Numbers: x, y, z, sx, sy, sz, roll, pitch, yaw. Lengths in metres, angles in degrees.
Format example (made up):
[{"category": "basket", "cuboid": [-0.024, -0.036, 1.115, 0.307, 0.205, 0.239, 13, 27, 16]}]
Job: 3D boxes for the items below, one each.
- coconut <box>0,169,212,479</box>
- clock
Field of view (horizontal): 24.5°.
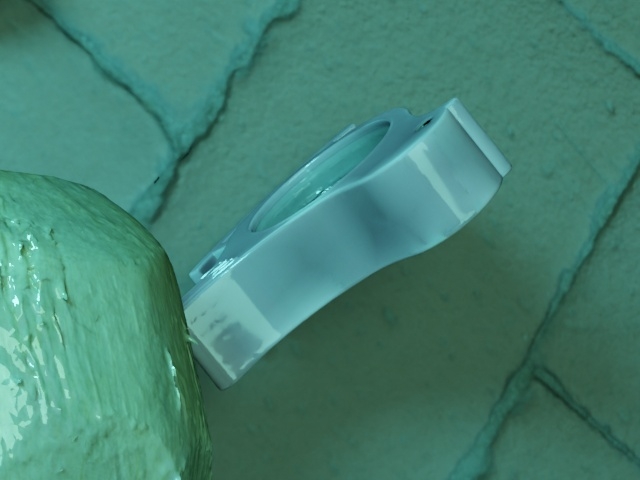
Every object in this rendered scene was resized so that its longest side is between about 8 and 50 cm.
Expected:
[{"category": "coconut", "cuboid": [-0.243, 0.145, 1.060, 0.346, 0.346, 0.360, -5, 74, -24]}, {"category": "clock", "cuboid": [0.000, 0.000, 1.232, 0.290, 0.275, 0.080, -44, 103, -20]}]
